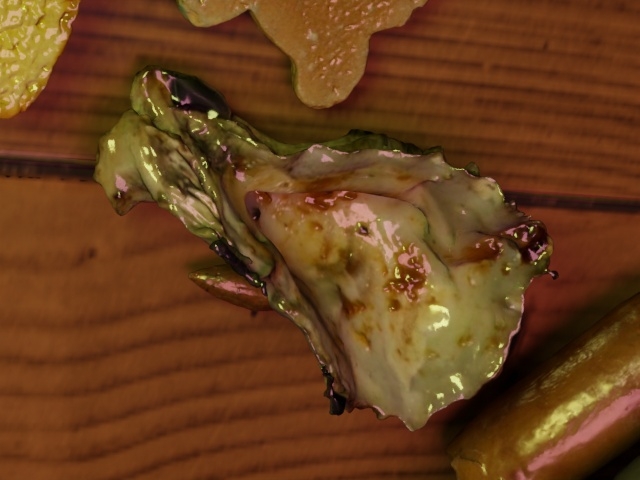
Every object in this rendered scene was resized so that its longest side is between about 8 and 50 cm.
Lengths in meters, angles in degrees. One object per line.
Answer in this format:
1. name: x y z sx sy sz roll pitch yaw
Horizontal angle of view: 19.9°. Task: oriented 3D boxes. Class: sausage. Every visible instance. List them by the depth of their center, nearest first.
1. sausage: 0.225 0.121 1.450 0.270 0.109 0.109 -36 129 0

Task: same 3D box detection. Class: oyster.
1. oyster: -0.004 0.007 1.242 0.337 0.133 0.198 25 85 -29

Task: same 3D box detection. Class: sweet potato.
1. sweet potato: -0.051 0.034 1.307 0.095 0.034 0.034 8 117 -31

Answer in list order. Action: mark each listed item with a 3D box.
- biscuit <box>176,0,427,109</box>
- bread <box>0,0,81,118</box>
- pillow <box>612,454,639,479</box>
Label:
1. biscuit: -0.027 -0.193 1.173 0.234 0.030 0.153 34 102 -36
2. bread: -0.189 -0.168 1.094 0.103 0.065 0.187 9 118 -27
3. pillow: 0.229 0.239 1.462 0.326 0.101 0.228 -38 169 4
